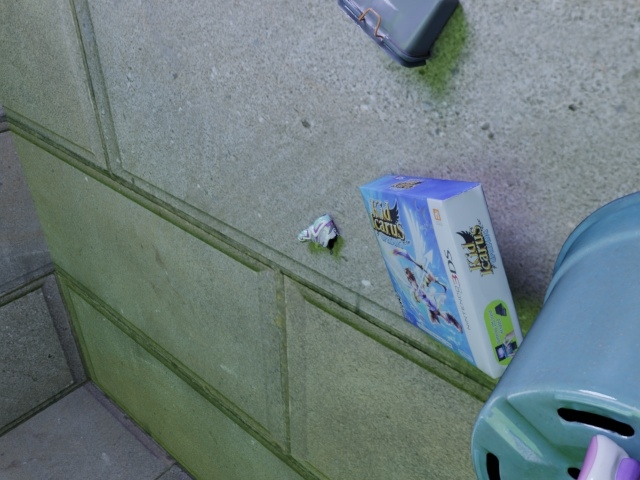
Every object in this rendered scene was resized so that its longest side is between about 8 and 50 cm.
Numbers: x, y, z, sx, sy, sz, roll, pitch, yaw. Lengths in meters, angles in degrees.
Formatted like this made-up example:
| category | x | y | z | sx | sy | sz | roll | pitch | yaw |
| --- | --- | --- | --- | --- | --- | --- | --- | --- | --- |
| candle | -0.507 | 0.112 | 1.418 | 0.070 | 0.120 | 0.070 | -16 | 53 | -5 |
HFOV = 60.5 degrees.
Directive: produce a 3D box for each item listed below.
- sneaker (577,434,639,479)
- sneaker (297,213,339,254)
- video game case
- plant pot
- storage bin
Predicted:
| category | x | y | z | sx | sy | sz | roll | pitch | yaw |
| --- | --- | --- | --- | --- | --- | --- | --- | --- | --- |
| sneaker | 0.235 | 0.259 | 0.402 | 0.105 | 0.095 | 0.236 | 11 | 122 | 33 |
| sneaker | 0.000 | 0.000 | 1.035 | 0.069 | 0.038 | 0.098 | 56 | 141 | 3 |
| video game case | 0.162 | 0.033 | 0.782 | 0.269 | 0.061 | 0.244 | -153 | 42 | -71 |
| plant pot | 0.343 | 0.161 | 0.557 | 0.341 | 0.334 | 0.341 | 26 | 132 | 33 |
| storage bin | 0.100 | -0.301 | 0.698 | 0.135 | 0.098 | 0.091 | 48 | 129 | 12 |
